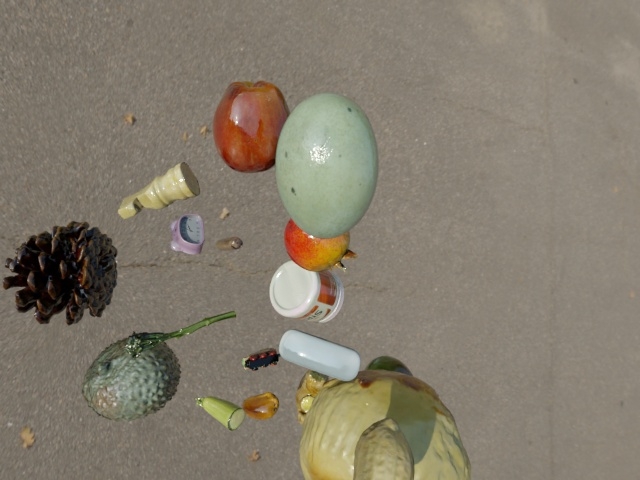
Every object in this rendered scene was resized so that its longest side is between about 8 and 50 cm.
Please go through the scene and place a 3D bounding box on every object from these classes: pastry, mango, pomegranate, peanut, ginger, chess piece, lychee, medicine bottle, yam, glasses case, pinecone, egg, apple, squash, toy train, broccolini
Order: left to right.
[{"bbox_3d":[-0.954,0.131,1.514,0.398,0.398,0.397,3,85,-29],"label":"pinecone"},{"bbox_3d":[-0.544,0.405,1.190,0.255,0.255,0.274,-53,146,-22],"label":"lychee"},{"bbox_3d":[-0.412,-0.116,1.021,0.200,0.090,0.090,-22,99,7],"label":"chess piece"},{"bbox_3d":[-0.269,0.182,0.803,0.218,0.042,0.044,-10,102,-28],"label":"broccolini"},{"bbox_3d":[-0.418,0.679,1.637,0.094,0.224,0.094,-34,130,-53],"label":"squash"},{"bbox_3d":[-0.299,0.012,1.320,0.046,0.264,0.046,1,87,-24],"label":"yam"},{"bbox_3d":[-0.172,-0.292,1.042,0.234,0.234,0.234,3,85,-29],"label":"apple"},{"bbox_3d":[-0.213,0.418,1.434,0.138,0.087,0.050,-6,92,-36],"label":"toy train"},{"bbox_3d":[-0.183,0.508,1.241,0.077,0.127,0.063,-76,148,-49],"label":"mango"},{"bbox_3d":[-0.059,0.226,1.788,0.241,0.252,0.252,25,72,-52],"label":"medicine bottle"},{"bbox_3d":[-0.027,0.518,1.415,0.102,0.157,0.216,23,88,9],"label":"ginger"},{"bbox_3d":[-0.002,0.244,0.871,0.178,0.045,0.067,17,82,9],"label":"glasses case"},{"bbox_3d":[0.000,0.000,1.251,0.235,0.210,0.210,35,70,-11],"label":"pomegranate"},{"bbox_3d":[0.011,-0.117,0.666,0.169,0.169,0.236,-13,119,-30],"label":"egg"},{"bbox_3d":[0.082,0.352,0.559,0.214,0.090,0.098,-68,163,-44],"label":"peanut"},{"bbox_3d":[0.141,0.468,0.915,0.312,0.388,0.388,-41,106,-37],"label":"pastry"},{"bbox_3d":[0.205,0.481,1.315,0.180,0.180,0.209,50,59,-17],"label":"pomegranate"}]

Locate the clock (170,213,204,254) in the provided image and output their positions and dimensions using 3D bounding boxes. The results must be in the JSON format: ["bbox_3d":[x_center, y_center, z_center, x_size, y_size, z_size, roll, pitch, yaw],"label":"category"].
[{"bbox_3d":[-0.467,-0.027,1.426,0.110,0.050,0.152,6,48,-27],"label":"clock"}]
